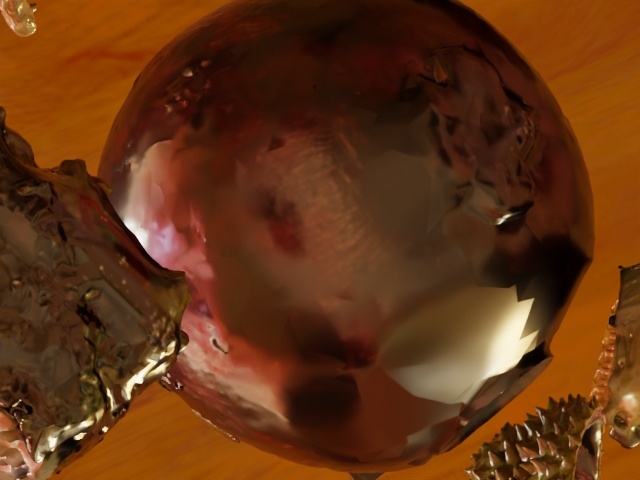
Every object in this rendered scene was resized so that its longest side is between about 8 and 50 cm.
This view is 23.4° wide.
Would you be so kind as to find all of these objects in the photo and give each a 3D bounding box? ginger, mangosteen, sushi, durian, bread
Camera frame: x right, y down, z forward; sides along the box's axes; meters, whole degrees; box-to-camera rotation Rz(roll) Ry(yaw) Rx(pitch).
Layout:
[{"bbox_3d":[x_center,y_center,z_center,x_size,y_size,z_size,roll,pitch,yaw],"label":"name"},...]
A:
[{"bbox_3d":[-0.330,-0.318,1.761,0.069,0.051,0.173,13,123,-32],"label":"ginger"},{"bbox_3d":[0.019,0.008,1.187,0.381,0.381,0.421,18,140,6],"label":"mangosteen"},{"bbox_3d":[-0.159,0.000,0.637,0.212,0.147,0.115,43,61,-6],"label":"sushi"},{"bbox_3d":[0.169,0.180,1.251,0.108,0.187,0.119,4,101,17],"label":"durian"},{"bbox_3d":[0.328,0.129,1.679,0.052,0.044,0.157,11,66,15],"label":"bread"}]

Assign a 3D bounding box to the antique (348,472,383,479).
[{"bbox_3d":[0.107,0.189,1.594,0.192,0.015,0.031,-38,111,-5],"label":"antique"}]

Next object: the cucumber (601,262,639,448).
[{"bbox_3d":[0.331,0.057,1.063,0.105,0.325,0.145,16,68,-23],"label":"cucumber"}]
